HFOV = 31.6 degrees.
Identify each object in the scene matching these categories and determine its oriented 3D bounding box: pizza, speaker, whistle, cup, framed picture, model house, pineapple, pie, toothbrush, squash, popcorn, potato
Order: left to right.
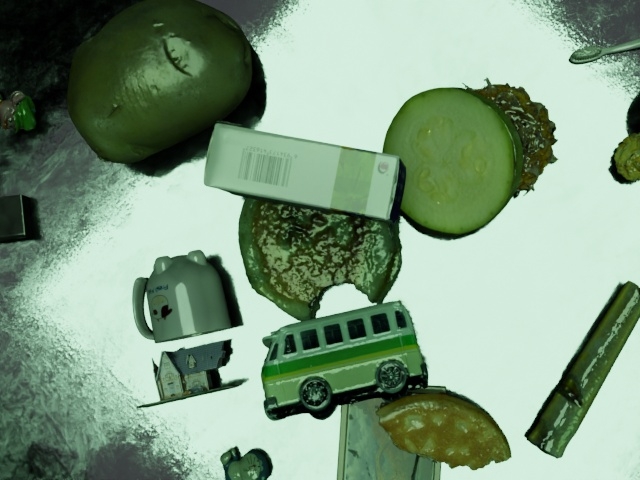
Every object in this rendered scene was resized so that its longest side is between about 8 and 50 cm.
[{"bbox_3d":[-0.629,-0.028,2.022,0.218,0.044,0.082,-8,86,5],"label":"speaker"},{"bbox_3d":[-0.279,-0.280,1.917,0.326,0.221,0.243,-23,95,7],"label":"potato"},{"bbox_3d":[-0.241,0.098,1.955,0.134,0.173,0.142,-10,84,-27],"label":"cup"},{"bbox_3d":[-0.232,0.228,1.941,0.167,0.117,0.088,-13,82,7],"label":"model house"},{"bbox_3d":[-0.003,-0.008,1.953,0.302,0.067,0.302,0,87,9],"label":"pie"},{"bbox_3d":[0.120,0.369,1.950,0.184,0.016,0.250,5,87,5],"label":"framed picture"},{"bbox_3d":[0.208,0.316,1.899,0.246,0.058,0.127,7,103,-8],"label":"pizza"},{"bbox_3d":[0.219,-0.130,1.901,0.252,0.049,0.252,5,100,31],"label":"squash"},{"bbox_3d":[0.306,-0.175,1.936,0.225,0.076,0.225,0,85,5],"label":"pineapple"},{"bbox_3d":[0.458,0.218,1.910,0.068,0.057,0.326,31,90,-39],"label":"whistle"},{"bbox_3d":[0.537,-0.143,1.913,0.057,0.083,0.082,24,65,-21],"label":"popcorn"},{"bbox_3d":[0.582,-0.348,1.942,0.307,0.029,0.025,-12,78,4],"label":"toothbrush"}]

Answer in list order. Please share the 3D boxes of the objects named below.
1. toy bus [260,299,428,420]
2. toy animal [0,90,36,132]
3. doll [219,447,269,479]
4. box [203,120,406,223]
[{"bbox_3d":[0.033,0.204,1.899,0.276,0.133,0.164,-12,71,0],"label":"toy bus"},{"bbox_3d":[-0.614,-0.220,2.019,0.208,0.100,0.103,-18,46,6],"label":"toy animal"},{"bbox_3d":[-0.131,0.394,1.954,0.083,0.050,0.076,-11,68,6],"label":"doll"},{"bbox_3d":[-0.019,-0.104,1.825,0.299,0.200,0.106,12,90,7],"label":"box"}]
